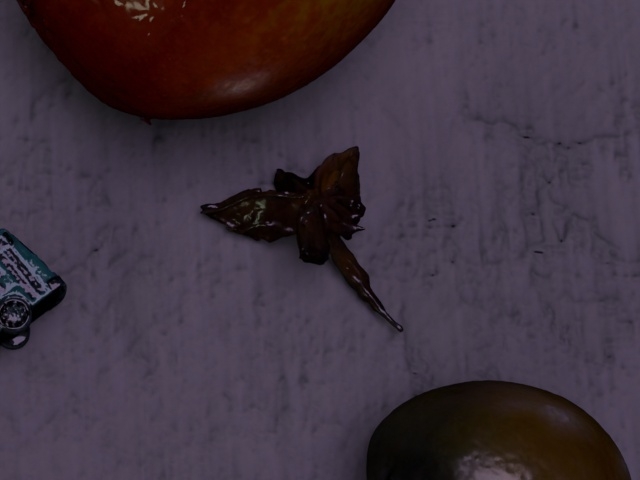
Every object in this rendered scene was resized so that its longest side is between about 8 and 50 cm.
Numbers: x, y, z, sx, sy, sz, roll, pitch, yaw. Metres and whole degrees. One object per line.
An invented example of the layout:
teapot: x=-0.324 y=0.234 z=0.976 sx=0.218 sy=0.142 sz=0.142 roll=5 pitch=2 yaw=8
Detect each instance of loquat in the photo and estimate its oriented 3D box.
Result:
loquat: x=0.149 y=0.205 z=1.662 sx=0.227 sy=0.179 sz=0.179 roll=21 pitch=72 yaw=-10

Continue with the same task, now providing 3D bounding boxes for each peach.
peach: x=-0.096 y=-0.278 z=1.667 sx=0.370 sy=0.370 sz=0.370 roll=3 pitch=75 yaw=-11

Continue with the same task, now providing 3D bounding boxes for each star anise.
star anise: x=0.002 y=0.005 z=1.751 sx=0.158 sy=0.144 sz=0.140 roll=-27 pitch=37 yaw=-24

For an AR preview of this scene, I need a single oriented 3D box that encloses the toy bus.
toy bus: x=-0.297 y=0.063 z=1.652 sx=0.160 sy=0.079 sz=0.092 roll=-38 pitch=85 yaw=-17
